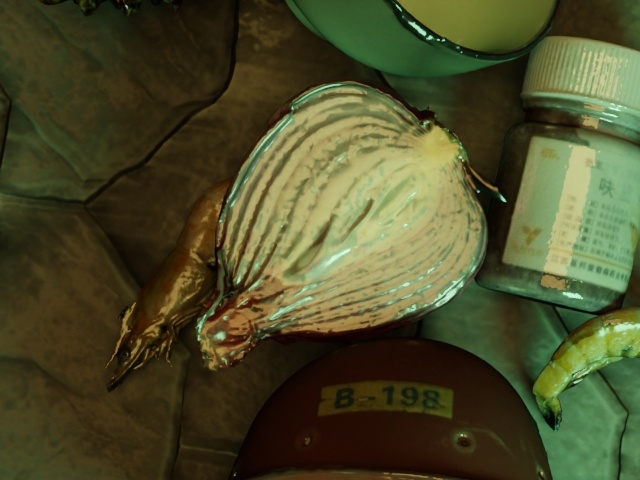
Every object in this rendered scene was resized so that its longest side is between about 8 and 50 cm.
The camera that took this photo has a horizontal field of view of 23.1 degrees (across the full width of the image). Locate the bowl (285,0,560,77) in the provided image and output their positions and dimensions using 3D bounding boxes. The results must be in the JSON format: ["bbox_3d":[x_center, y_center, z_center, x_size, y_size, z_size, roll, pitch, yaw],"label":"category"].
[{"bbox_3d":[0.068,-0.314,1.624,0.185,0.354,0.354,-27,87,44],"label":"bowl"}]

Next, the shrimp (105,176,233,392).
[{"bbox_3d":[-0.110,0.069,1.714,0.169,0.058,0.296,35,85,0],"label":"shrimp"}]

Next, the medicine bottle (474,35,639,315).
[{"bbox_3d":[0.268,-0.066,1.653,0.165,0.165,0.273,14,89,2],"label":"medicine bottle"}]

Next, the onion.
[{"bbox_3d":[0.000,0.000,1.645,0.349,0.159,0.267,-37,88,-3],"label":"onion"}]

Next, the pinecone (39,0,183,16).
[{"bbox_3d":[-0.201,-0.339,1.649,0.272,0.224,0.224,-24,88,4],"label":"pinecone"}]

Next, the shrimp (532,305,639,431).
[{"bbox_3d":[0.340,0.150,1.689,0.262,0.198,0.051,15,44,-34],"label":"shrimp"}]

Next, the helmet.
[{"bbox_3d":[0.067,0.219,1.601,0.385,0.337,0.230,-2,55,12],"label":"helmet"}]
